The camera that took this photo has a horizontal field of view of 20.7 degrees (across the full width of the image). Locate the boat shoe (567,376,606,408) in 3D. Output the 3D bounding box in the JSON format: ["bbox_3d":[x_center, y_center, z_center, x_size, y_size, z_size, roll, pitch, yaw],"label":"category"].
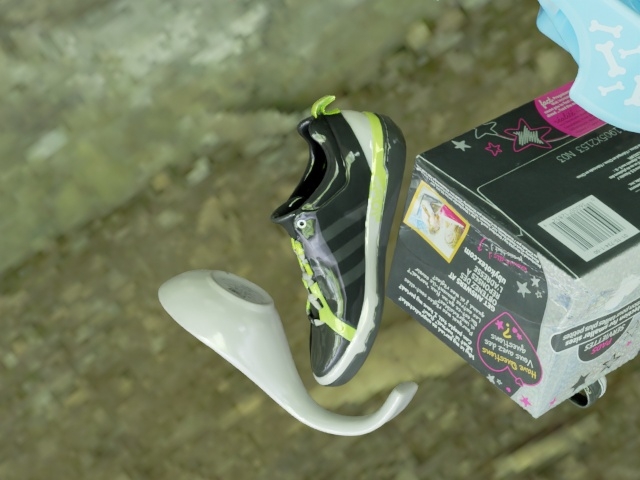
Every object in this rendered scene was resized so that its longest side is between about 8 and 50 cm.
[{"bbox_3d":[0.235,0.117,1.807,0.040,0.142,0.049,-44,-8,-50],"label":"boat shoe"}]

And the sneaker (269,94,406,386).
[{"bbox_3d":[0.000,0.000,1.421,0.097,0.235,0.084,7,4,-20],"label":"sneaker"}]

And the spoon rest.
[{"bbox_3d":[-0.043,0.113,1.734,0.084,0.276,0.137,-65,-17,14],"label":"spoon rest"}]

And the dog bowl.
[{"bbox_3d":[0.158,-0.197,1.162,0.074,0.297,0.166,-41,20,44],"label":"dog bowl"}]

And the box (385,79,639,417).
[{"bbox_3d":[0.197,-0.007,1.280,0.247,0.163,0.142,-27,-37,-35],"label":"box"}]
